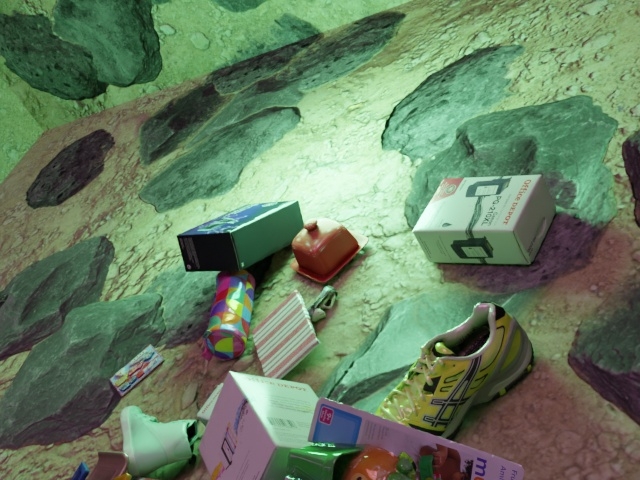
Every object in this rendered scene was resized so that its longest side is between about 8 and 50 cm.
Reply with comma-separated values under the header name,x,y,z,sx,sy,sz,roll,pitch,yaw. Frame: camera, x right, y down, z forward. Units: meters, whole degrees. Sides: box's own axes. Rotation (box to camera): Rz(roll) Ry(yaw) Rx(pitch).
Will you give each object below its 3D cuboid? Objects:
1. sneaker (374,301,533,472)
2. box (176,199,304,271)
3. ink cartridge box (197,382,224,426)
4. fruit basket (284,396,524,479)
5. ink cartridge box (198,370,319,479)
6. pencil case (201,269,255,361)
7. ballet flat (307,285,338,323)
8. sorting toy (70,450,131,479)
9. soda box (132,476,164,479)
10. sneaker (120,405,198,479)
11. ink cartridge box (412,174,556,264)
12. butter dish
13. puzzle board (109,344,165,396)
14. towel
name,x,y,z,sx,sy,sz,roll,pitch,yaw
sneaker,0.182,0.247,1.415,0.384,0.147,0.145,-41,35,-12
box,-0.188,-0.012,2.040,0.184,0.103,0.261,0,19,37
ink cartridge box,-0.174,0.343,1.677,0.122,0.052,0.088,5,47,43
fruit basket,0.093,0.416,1.148,0.353,0.165,0.327,11,94,46
ink cartridge box,-0.075,0.358,1.408,0.168,0.171,0.232,-66,30,13
pencil case,-0.208,0.165,1.910,0.104,0.104,0.236,-19,33,19
ballet flat,0.001,0.145,1.814,0.041,0.041,0.114,8,50,46
sorting toy,-0.426,0.499,1.589,0.347,0.047,0.196,-21,39,57
soda box,-0.348,0.559,1.500,0.092,0.083,0.263,-6,40,35
sneaker,-0.326,0.398,1.716,0.151,0.094,0.256,-14,16,-13
ink cartridge box,0.338,-0.043,1.722,0.237,0.100,0.172,0,45,41
butter dish,0.000,0.000,1.935,0.160,0.118,0.160,-43,34,-17
puzzle board,-0.438,0.306,1.992,0.128,0.011,0.096,-41,33,-15
towel,-0.073,0.206,1.772,0.144,0.029,0.197,-44,33,12
